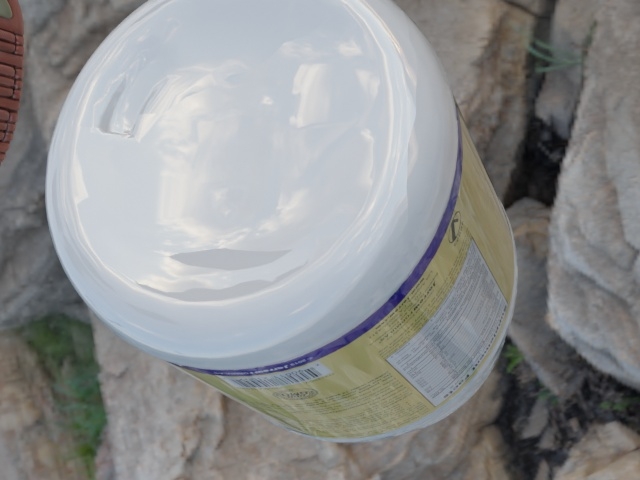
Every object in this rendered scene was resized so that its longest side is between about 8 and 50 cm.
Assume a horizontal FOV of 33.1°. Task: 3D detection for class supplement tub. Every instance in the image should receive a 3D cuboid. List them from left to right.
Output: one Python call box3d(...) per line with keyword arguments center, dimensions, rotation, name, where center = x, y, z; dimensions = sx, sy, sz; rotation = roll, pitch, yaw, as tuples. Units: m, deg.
box3d(center=(0.000, 0.000, 0.714), dimensions=(0.241, 0.331, 0.241), rotation=(-6, 68, 17), name="supplement tub")

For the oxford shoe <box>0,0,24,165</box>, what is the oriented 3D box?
box3d(center=(-0.389, -0.070, 0.988), dimensions=(0.146, 0.140, 0.397), rotation=(41, 109, 50), name="oxford shoe")
